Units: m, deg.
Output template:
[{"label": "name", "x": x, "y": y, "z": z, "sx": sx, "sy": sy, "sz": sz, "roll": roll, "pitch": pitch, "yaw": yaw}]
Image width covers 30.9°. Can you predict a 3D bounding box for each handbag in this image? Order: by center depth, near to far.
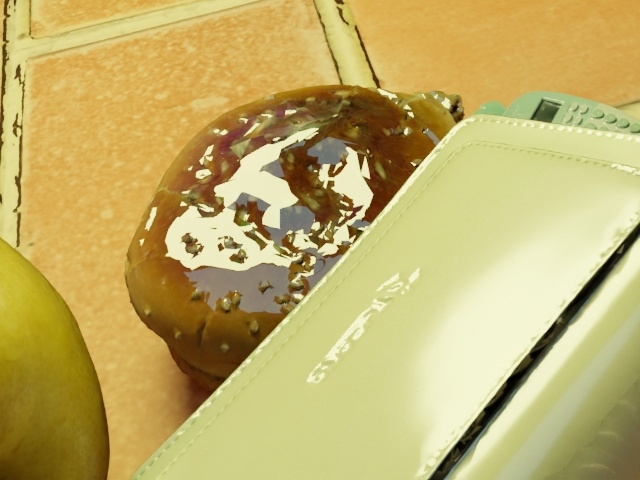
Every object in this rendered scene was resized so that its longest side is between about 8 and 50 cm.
[{"label": "handbag", "x": 0.083, "y": 0.106, "z": 0.626, "sx": 0.358, "sy": 0.160, "sz": 0.236, "roll": -47, "pitch": 28, "yaw": -18}]

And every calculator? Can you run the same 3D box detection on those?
[{"label": "calculator", "x": 0.197, "y": -0.086, "z": 0.954, "sx": 0.153, "sy": 0.021, "sz": 0.095, "roll": 15, "pitch": 50, "yaw": 26}]

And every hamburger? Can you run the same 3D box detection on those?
[{"label": "hamburger", "x": 0.000, "y": 0.000, "z": 0.838, "sx": 0.286, "sy": 0.146, "sz": 0.243, "roll": -30, "pitch": 53, "yaw": -19}]

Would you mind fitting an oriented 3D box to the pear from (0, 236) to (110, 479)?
[{"label": "pear", "x": -0.284, "y": 0.113, "z": 0.680, "sx": 0.314, "sy": 0.314, "sz": 0.314, "roll": -7, "pitch": 44, "yaw": 7}]
